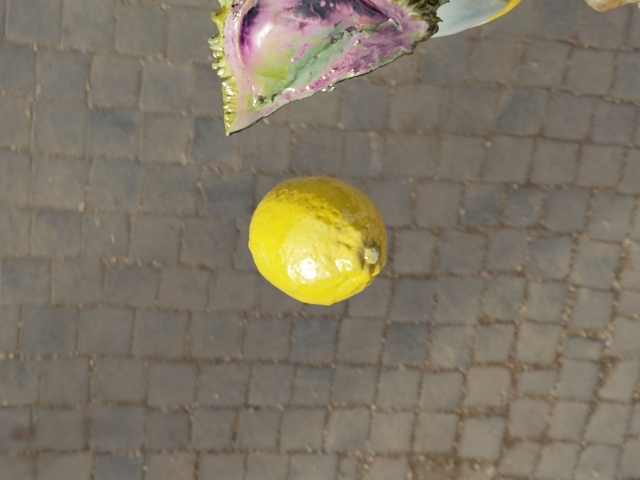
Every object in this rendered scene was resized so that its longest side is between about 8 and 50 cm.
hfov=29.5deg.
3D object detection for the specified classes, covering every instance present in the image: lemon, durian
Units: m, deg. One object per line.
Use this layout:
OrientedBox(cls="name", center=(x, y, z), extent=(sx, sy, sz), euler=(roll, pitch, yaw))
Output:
OrientedBox(cls="lemon", center=(0.000, 0.000, 1.079), extent=(0.114, 0.155, 0.114), euler=(-9, 107, -31))
OrientedBox(cls="durian", center=(-0.012, -0.179, 0.888), extent=(0.187, 0.119, 0.108), euler=(-25, 130, 13))

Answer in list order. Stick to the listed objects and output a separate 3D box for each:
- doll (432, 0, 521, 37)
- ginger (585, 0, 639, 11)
OrientedBox(cls="doll", center=(0.149, -0.248, 1.036), extent=(0.316, 0.145, 0.103), euler=(-30, 100, -4))
OrientedBox(cls="ginger", center=(0.257, -0.176, 0.841), extent=(0.204, 0.080, 0.104), euler=(24, 119, -40))
